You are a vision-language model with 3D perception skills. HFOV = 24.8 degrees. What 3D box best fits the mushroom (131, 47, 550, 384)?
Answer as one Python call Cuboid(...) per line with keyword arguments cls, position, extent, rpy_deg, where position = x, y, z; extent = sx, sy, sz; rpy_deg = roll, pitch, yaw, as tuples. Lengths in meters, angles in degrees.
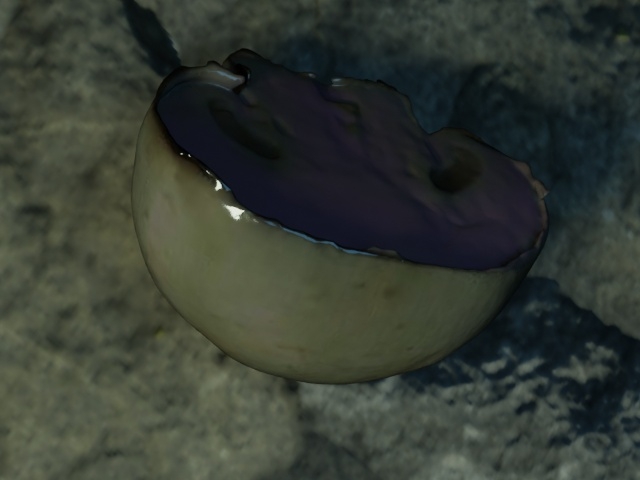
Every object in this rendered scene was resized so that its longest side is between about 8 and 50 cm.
Cuboid(cls="mushroom", position=(0.000, 0.000, 0.626), extent=(0.188, 0.141, 0.117), rpy_deg=(14, 112, -28))
